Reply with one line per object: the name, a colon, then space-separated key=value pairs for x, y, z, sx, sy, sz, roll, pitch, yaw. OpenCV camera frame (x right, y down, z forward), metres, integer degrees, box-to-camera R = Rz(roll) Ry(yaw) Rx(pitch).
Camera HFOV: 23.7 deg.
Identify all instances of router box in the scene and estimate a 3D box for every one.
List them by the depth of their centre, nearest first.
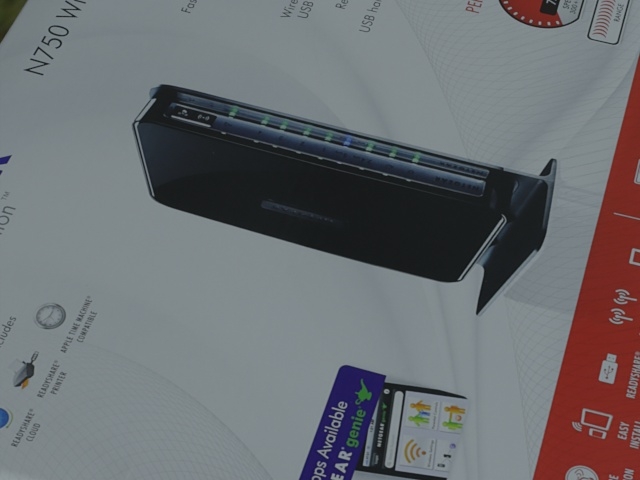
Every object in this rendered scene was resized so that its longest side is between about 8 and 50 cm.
router box: x=0.000 y=0.000 z=0.622 sx=0.301 sy=0.082 sz=0.335 roll=14 pitch=53 yaw=8
